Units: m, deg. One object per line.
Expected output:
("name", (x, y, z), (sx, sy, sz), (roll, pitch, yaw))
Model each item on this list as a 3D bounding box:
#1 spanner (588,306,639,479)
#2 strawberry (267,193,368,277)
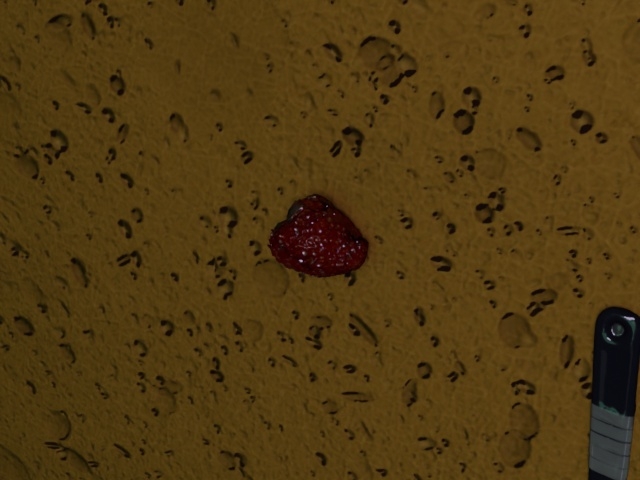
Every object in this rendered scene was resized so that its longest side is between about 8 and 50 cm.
("spanner", (0.263, 0.212, 0.806), (0.087, 0.024, 0.316), (7, 106, 31))
("strawberry", (0.000, 0.000, 0.859), (0.096, 0.083, 0.083), (20, 111, 14))
